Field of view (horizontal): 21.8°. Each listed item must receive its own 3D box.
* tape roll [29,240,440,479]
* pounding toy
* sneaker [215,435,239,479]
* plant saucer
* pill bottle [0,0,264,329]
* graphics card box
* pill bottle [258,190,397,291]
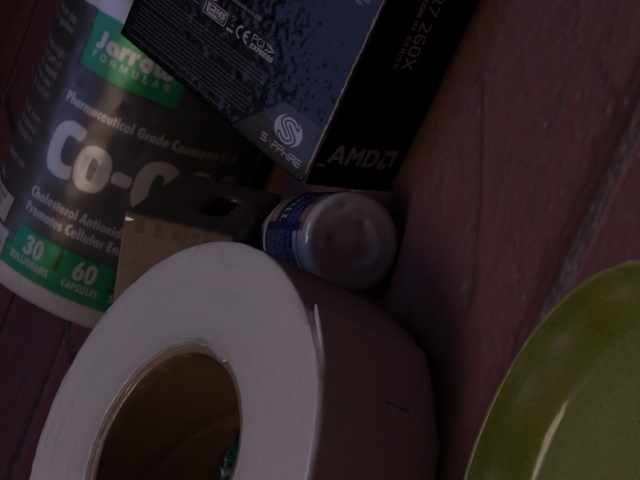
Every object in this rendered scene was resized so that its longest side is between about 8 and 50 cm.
[{"bbox_3d":[-0.061,0.147,1.017,0.286,0.100,0.286,-28,49,39],"label":"tape roll"},{"bbox_3d":[-0.100,0.077,1.209,0.181,0.094,0.206,-47,-32,-69],"label":"pounding toy"},{"bbox_3d":[-0.110,0.184,1.284,0.166,0.065,0.076,-56,22,34],"label":"sneaker"},{"bbox_3d":[0.130,0.128,0.738,0.241,0.037,0.241,-51,30,45],"label":"plant saucer"},{"bbox_3d":[-0.136,-0.119,1.389,0.204,0.204,0.361,-122,51,-64],"label":"pill bottle"},{"bbox_3d":[0.021,-0.246,1.118,0.233,0.094,0.371,39,113,37],"label":"graphics card box"},{"bbox_3d":[0.000,0.000,1.135,0.120,0.067,0.067,1,75,69],"label":"pill bottle"}]
